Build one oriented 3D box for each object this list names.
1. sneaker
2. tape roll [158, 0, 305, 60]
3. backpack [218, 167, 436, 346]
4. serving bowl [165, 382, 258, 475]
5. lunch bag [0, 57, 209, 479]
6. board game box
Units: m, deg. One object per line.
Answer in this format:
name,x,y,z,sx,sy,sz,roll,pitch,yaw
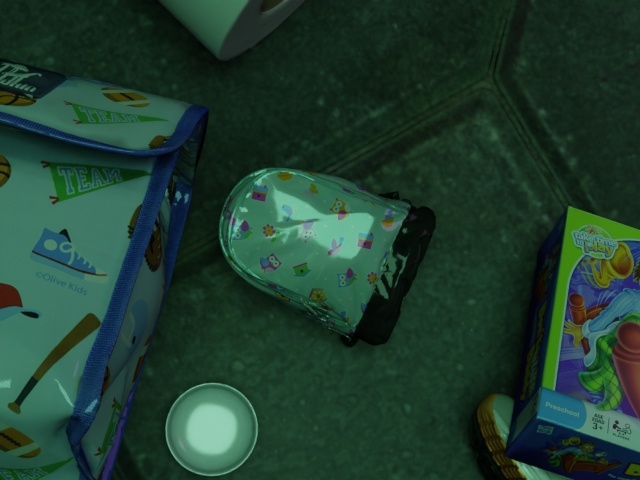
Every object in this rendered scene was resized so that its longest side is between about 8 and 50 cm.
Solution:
sneaker,0.245,0.228,1.192,0.121,0.099,0.262,-40,96,-16
tape roll,-0.063,-0.302,1.147,0.169,0.246,0.246,45,81,2
backpack,0.000,0.000,1.179,0.182,0.115,0.152,23,84,1
serving bowl,-0.099,0.171,1.190,0.083,0.027,0.083,1,82,-6
lunch bag,-0.285,-0.006,1.080,0.328,0.239,0.385,14,51,0
board game box,0.353,0.131,1.164,0.347,0.078,0.233,18,52,-3
